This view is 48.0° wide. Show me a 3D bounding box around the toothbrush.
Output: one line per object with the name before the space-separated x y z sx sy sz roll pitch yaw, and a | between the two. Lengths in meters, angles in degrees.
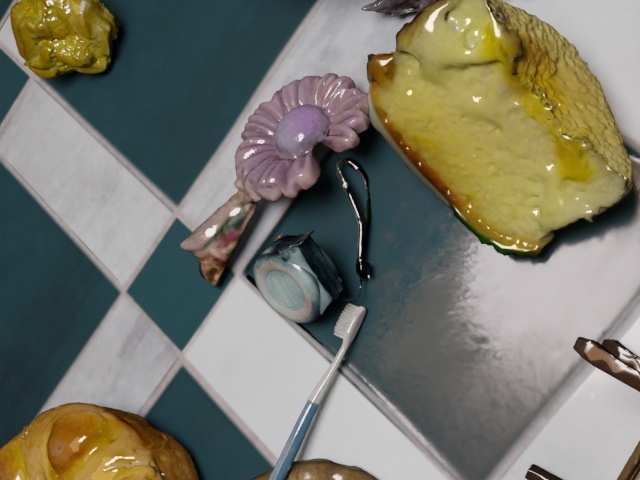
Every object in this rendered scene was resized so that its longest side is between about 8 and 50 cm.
toothbrush | -0.018 0.194 0.781 0.025 0.019 0.275 22 83 35

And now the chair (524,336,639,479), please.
chair | 0.318 0.225 0.553 0.319 0.160 0.186 31 98 30

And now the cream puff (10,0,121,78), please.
cream puff | -0.360 -0.291 0.998 0.156 0.121 0.156 -1 86 24

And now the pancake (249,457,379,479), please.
pancake | -0.014 0.383 0.764 0.289 0.033 0.285 -17 74 23

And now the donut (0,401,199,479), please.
donut | -0.275 0.349 0.834 0.317 0.150 0.299 -44 65 15

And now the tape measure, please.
tape measure | 0.003 0.002 0.818 0.107 0.104 0.179 -17 35 50

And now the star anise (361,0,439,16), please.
star anise | 0.152 -0.289 0.771 0.204 0.061 0.180 -43 54 9

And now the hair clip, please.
hair clip | -0.066 -0.071 0.829 0.300 0.069 0.173 -51 42 14

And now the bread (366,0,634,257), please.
bread | 0.175 -0.126 0.693 0.251 0.133 0.174 46 136 -3
